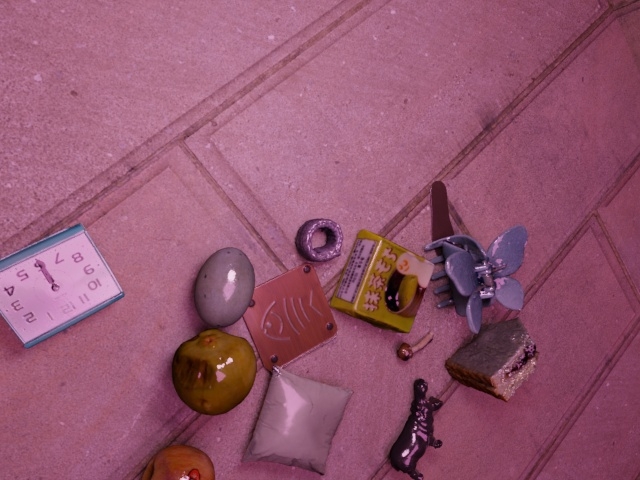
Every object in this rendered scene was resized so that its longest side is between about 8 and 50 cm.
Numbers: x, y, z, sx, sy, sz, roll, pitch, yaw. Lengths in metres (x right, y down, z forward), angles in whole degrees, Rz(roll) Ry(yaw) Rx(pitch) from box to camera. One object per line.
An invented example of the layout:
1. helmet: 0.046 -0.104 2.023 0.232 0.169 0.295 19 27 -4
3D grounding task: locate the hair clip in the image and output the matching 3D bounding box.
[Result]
1. hair clip: 0.550 0.133 1.671 0.392 0.238 0.318 -22 104 -25

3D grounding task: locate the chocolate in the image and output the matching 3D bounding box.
1. chocolate: 0.226 0.150 1.582 0.289 0.137 0.300 25 82 -24

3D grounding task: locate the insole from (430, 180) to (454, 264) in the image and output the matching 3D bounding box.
1. insole: 0.467 -0.067 1.757 0.111 0.007 0.327 -11 97 -25

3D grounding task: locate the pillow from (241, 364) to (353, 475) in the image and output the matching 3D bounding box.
1. pillow: -0.068 0.587 1.475 0.312 0.119 0.310 22 86 -24

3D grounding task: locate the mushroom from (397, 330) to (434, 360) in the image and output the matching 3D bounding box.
1. mushroom: 0.355 0.390 1.707 0.187 0.061 0.060 -19 114 -35

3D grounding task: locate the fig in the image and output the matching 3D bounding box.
1. fig: -0.295 0.388 1.303 0.239 0.239 0.271 -23 123 -22

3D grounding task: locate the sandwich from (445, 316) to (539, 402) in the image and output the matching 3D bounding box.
1. sandwich: 0.674 0.431 1.735 0.325 0.262 0.131 -39 106 -19

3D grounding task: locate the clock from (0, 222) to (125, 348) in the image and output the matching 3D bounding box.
1. clock: -0.685 0.107 1.178 0.262 0.116 0.231 -31 109 -20

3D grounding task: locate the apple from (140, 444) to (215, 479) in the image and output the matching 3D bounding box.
1. apple: -0.400 0.686 1.275 0.188 0.211 0.211 24 82 -23

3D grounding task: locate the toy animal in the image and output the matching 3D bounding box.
1. toy animal: 0.370 0.699 1.695 0.168 0.106 0.343 27 75 -16

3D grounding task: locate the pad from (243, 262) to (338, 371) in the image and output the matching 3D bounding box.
1. pad: -0.101 0.252 1.503 0.284 0.018 0.286 -25 101 -22

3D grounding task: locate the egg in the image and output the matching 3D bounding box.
1. egg: -0.278 0.136 1.329 0.169 0.169 0.236 19 86 -24

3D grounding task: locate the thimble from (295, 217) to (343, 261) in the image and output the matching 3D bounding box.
1. thimble: -0.002 0.000 1.491 0.150 0.098 0.150 -1 92 -24
